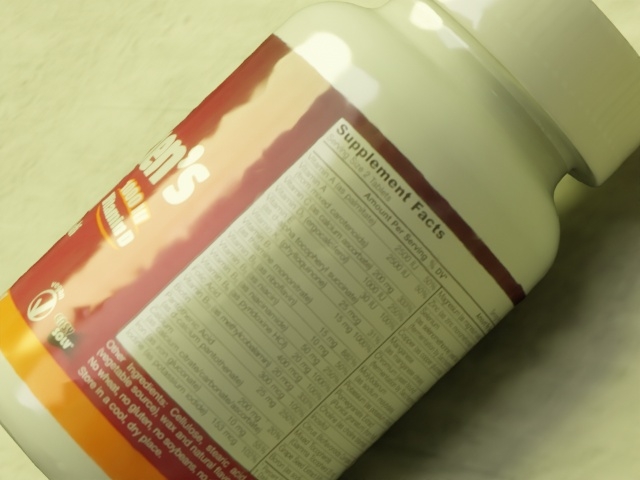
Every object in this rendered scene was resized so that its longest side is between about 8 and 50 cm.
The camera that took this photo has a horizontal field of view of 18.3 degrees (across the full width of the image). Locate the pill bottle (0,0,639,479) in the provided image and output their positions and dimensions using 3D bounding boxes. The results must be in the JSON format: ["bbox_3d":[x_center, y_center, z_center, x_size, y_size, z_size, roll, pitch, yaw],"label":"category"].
[{"bbox_3d":[0.000,0.000,0.654,0.221,0.121,0.121,-44,33,0],"label":"pill bottle"}]
